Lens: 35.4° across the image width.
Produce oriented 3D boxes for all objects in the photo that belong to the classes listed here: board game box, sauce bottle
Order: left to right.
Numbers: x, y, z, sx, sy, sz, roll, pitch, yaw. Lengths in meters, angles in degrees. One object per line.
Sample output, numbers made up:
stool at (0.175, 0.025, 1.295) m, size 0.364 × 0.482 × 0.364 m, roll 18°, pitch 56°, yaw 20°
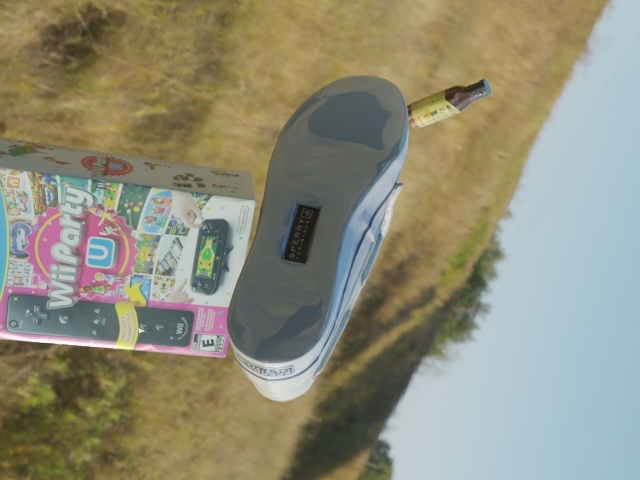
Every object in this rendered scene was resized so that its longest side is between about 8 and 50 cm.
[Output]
board game box at (-0.246, 0.014, 1.182) m, size 0.097 × 0.303 × 0.224 m, roll -107°, pitch -154°, yaw -62°
sauce bottle at (0.188, -0.204, 1.477) m, size 0.128 × 0.042 × 0.042 m, roll -20°, pitch -154°, yaw 29°

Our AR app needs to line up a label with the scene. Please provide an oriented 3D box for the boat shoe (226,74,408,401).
boat shoe at (0.008, 0.003, 1.041) m, size 0.156 × 0.135 × 0.367 m, roll 85°, pitch 19°, yaw -57°
